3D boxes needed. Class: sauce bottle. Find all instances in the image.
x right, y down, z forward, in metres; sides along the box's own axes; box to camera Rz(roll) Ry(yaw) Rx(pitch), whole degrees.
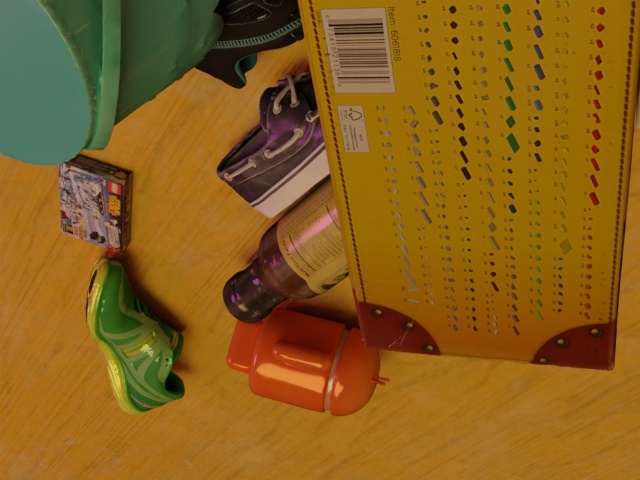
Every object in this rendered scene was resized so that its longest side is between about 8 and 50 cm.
[{"bbox_3d":[0.000,0.000,1.068,0.111,0.111,0.344,38,135,-16],"label":"sauce bottle"}]

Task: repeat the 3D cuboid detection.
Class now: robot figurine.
[{"bbox_3d":[-0.014,0.166,1.218,0.219,0.128,0.158,14,132,10],"label":"robot figurine"}]

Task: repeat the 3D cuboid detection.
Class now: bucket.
[{"bbox_3d":[-0.240,-0.212,0.774,0.281,0.183,0.281,22,142,18],"label":"bucket"}]

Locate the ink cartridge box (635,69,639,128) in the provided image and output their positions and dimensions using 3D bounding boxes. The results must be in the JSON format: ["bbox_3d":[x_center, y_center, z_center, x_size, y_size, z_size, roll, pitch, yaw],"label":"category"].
[{"bbox_3d":[0.345,-0.170,0.809,0.099,0.056,0.135,5,134,16],"label":"ink cartridge box"}]

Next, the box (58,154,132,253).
[{"bbox_3d":[-0.302,-0.049,1.192,0.094,0.027,0.137,20,136,4],"label":"box"}]

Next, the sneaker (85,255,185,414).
[{"bbox_3d":[-0.269,0.135,1.320,0.123,0.109,0.295,-10,129,-1],"label":"sneaker"}]

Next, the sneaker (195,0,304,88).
[{"bbox_3d":[-0.044,-0.268,0.833,0.140,0.125,0.341,36,144,-19],"label":"sneaker"}]

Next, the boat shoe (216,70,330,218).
[{"bbox_3d":[-0.017,-0.132,0.957,0.102,0.108,0.301,35,141,-15],"label":"boat shoe"}]

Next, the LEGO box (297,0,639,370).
[{"bbox_3d":[0.129,-0.214,0.627,0.193,0.372,0.500,4,133,18],"label":"LEGO box"}]
